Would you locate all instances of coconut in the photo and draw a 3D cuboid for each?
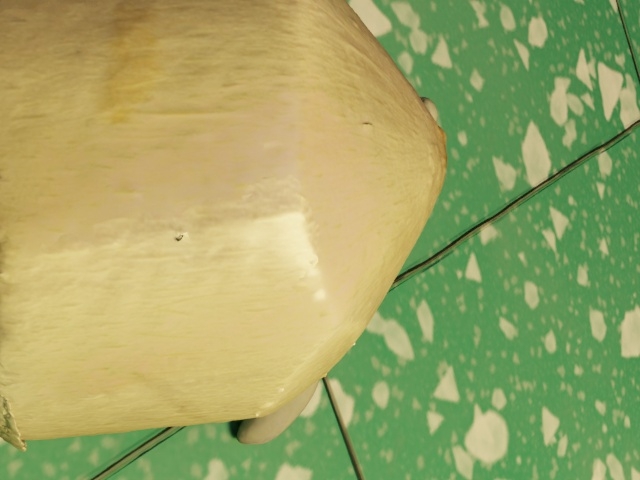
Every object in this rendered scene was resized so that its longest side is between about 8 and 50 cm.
[{"bbox_3d":[-0.064,-0.028,0.468,0.234,0.224,0.224,-16,95,-20],"label":"coconut"}]

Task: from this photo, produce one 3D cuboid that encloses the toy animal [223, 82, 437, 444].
[{"bbox_3d":[0.000,-0.003,0.618,0.104,0.131,0.220,82,8,-82],"label":"toy animal"}]
